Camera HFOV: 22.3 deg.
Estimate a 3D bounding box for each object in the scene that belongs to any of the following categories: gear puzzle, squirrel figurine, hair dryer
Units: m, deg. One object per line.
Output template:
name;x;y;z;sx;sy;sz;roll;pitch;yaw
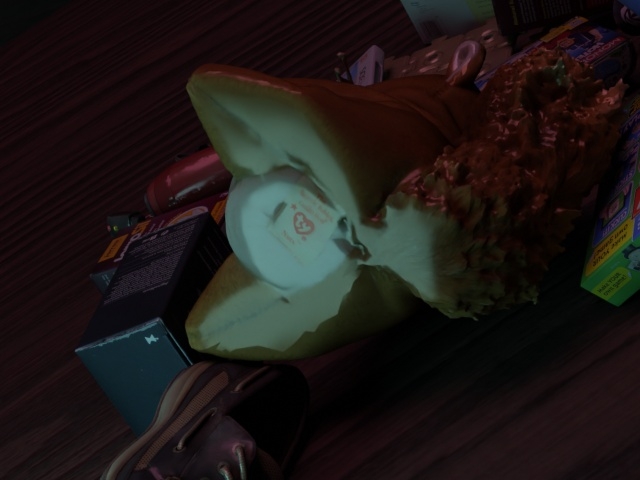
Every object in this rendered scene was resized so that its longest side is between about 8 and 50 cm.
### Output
gear puzzle;0.186;-0.209;2.030;0.339;0.044;0.175;-18;30;27
squirrel figurine;0.104;-0.059;1.578;0.397;0.281;0.370;5;18;29
hair dryer;-0.155;-0.101;2.153;0.293;0.080;0.223;-7;34;52

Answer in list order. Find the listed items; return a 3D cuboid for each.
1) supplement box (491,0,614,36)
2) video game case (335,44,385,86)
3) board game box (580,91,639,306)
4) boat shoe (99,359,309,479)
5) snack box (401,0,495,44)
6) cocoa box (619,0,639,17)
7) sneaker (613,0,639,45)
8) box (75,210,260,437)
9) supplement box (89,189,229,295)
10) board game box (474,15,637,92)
supplement box;0.318;-0.341;1.955;0.239;0.130;0.073;-12;26;8
video game case;-0.001;-0.137;2.055;0.212;0.023;0.193;-43;18;23
board game box;0.340;-0.107;1.394;0.317;0.046;0.213;-50;16;48
boat shoe;-0.098;0.211;1.429;0.130;0.132;0.355;-20;27;25
snack box;0.224;-0.369;2.114;0.322;0.187;0.060;-5;35;46
cocoa box;0.422;-0.360;1.574;0.347;0.228;0.231;-16;47;-33
sneaker;0.397;-0.251;1.786;0.180;0.125;0.321;-19;15;36
box;-0.145;0.095;1.685;0.108;0.153;0.207;-21;25;24
supplement box;-0.169;0.019;1.955;0.188;0.081;0.104;-18;27;28
board game box;0.259;-0.161;1.822;0.194;0.060;0.194;-32;24;-3
